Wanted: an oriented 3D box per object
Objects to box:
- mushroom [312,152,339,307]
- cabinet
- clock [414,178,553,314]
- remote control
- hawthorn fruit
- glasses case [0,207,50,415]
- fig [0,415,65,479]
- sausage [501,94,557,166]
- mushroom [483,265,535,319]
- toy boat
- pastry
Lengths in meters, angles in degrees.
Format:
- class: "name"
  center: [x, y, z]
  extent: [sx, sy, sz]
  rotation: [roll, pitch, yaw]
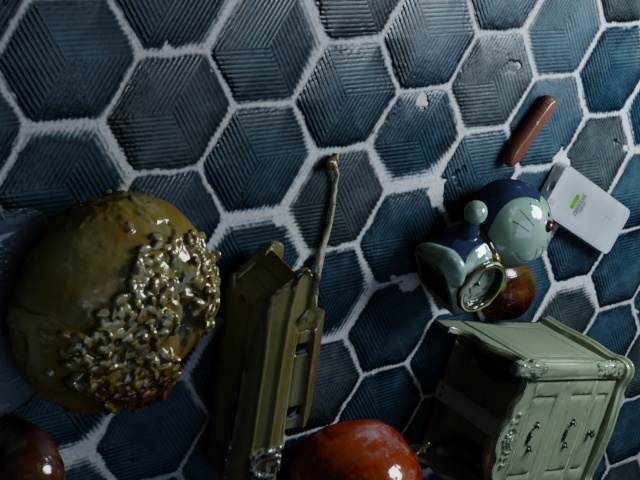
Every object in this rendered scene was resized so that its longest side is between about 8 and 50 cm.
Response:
- class: "mushroom"
  center: [0.006, 0.000, 1.861]
  extent: [0.028, 0.026, 0.286]
  rotation: [-2, 115, -22]
- class: "cabinet"
  center: [0.349, 0.306, 2.152]
  extent: [0.318, 0.227, 0.290]
  rotation: [5, 108, -41]
- class: "clock"
  center: [0.281, -0.002, 2.004]
  extent: [0.243, 0.146, 0.199]
  rotation: [-36, 135, -15]
- class: "remote control"
  center: [0.490, -0.058, 2.224]
  extent: [0.250, 0.034, 0.103]
  rotation: [26, 93, -44]
- class: "hawthorn fruit"
  center: [0.084, 0.401, 1.984]
  extent: [0.271, 0.242, 0.242]
  rotation: [-34, 130, -36]
- class: "glasses case"
  center: [-0.400, 0.094, 1.532]
  extent: [0.109, 0.067, 0.282]
  rotation: [-8, 113, -44]
- class: "fig"
  center: [-0.407, 0.337, 1.606]
  extent: [0.231, 0.160, 0.143]
  rotation: [81, 17, -49]
- class: "sausage"
  center: [0.361, -0.190, 2.054]
  extent: [0.035, 0.030, 0.147]
  rotation: [35, 87, -45]
- class: "mushroom"
  center: [0.343, 0.091, 2.164]
  extent: [0.123, 0.052, 0.123]
  rotation: [-13, 112, -34]
- class: "toy boat"
  center: [-0.080, 0.212, 1.828]
  extent: [0.162, 0.136, 0.445]
  rotation: [-8, 120, -33]
- class: "pastry"
  center: [-0.247, 0.085, 1.528]
  extent: [0.315, 0.184, 0.284]
  rotation: [-34, 132, -50]
